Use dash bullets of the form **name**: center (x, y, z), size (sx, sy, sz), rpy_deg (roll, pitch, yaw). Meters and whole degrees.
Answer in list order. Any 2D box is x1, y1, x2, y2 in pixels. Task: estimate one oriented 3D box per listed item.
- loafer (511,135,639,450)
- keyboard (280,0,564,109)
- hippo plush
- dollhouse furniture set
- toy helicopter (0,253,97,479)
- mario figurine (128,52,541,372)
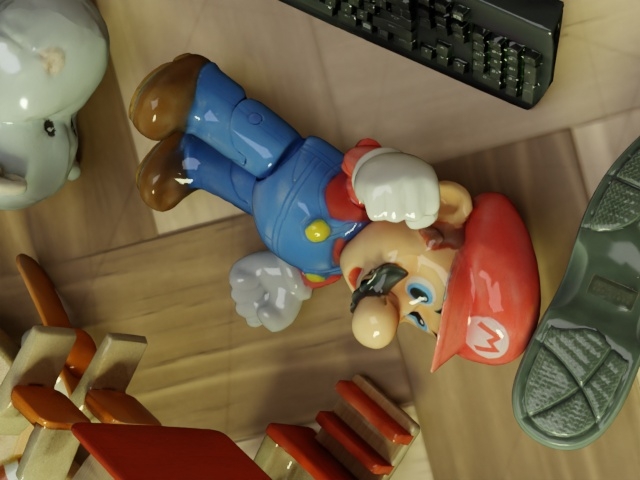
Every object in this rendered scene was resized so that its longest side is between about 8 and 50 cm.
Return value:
- **loafer**: center (0.210, 0.020, 1.248), size (0.096, 0.084, 0.267), rpy_deg (32, 86, 11)
- **keyboard**: center (0.018, -0.198, 1.258), size (0.317, 0.201, 0.033), rpy_deg (25, 62, 16)
- **hippo plush**: center (-0.290, -0.119, 1.348), size (0.236, 0.234, 0.294), rpy_deg (34, 107, 15)
- **dollhouse furniture set**: center (-0.060, 0.156, 1.272), size (0.262, 0.259, 0.135), rpy_deg (40, 107, 34)
- **toy helicopter**: center (-0.210, 0.173, 1.434), size (0.355, 0.140, 0.235), rpy_deg (36, 99, 2)
- **mario figurine**: center (0.000, 0.000, 1.279), size (0.321, 0.198, 0.170), rpy_deg (28, 93, 20)
